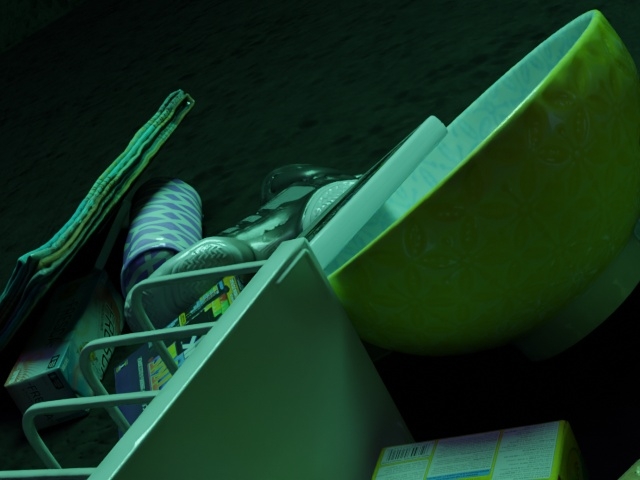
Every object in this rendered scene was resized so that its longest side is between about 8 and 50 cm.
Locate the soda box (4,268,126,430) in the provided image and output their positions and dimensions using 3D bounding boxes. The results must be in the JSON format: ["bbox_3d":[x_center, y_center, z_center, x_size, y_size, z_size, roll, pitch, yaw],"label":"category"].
[{"bbox_3d":[-0.243,0.103,1.181,0.063,0.058,0.183,-19,26,15],"label":"soda box"}]

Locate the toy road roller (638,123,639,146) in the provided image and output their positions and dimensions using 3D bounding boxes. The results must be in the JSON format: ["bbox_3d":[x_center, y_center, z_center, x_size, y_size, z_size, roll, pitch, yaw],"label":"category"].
[{"bbox_3d":[0.306,-0.035,0.585,0.240,0.329,0.202,-36,24,-10],"label":"toy road roller"}]

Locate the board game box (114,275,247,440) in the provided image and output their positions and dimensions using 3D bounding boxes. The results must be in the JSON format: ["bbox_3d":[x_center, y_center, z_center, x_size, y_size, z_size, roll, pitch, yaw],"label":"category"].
[{"bbox_3d":[-0.100,0.114,0.994,0.141,0.048,0.170,-38,23,4],"label":"board game box"}]

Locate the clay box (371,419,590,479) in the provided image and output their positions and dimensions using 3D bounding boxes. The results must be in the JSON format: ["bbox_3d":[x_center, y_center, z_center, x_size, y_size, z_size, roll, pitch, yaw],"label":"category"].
[{"bbox_3d":[0.074,0.198,0.677,0.127,0.053,0.222,-14,28,26],"label":"clay box"}]

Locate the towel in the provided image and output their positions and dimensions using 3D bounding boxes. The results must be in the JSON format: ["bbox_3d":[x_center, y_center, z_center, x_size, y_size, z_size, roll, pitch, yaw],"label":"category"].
[{"bbox_3d":[-0.273,0.006,1.292,0.271,0.040,0.370,-46,10,36],"label":"towel"}]

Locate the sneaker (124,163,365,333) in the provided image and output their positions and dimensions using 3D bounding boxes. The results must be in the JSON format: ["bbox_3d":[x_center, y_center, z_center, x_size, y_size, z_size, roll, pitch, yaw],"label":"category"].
[{"bbox_3d":[-0.057,0.010,1.142,0.268,0.101,0.153,-24,20,-2],"label":"sneaker"}]

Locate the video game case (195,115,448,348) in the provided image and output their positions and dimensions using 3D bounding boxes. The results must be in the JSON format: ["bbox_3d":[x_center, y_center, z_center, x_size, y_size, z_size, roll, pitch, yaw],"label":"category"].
[{"bbox_3d":[0.000,0.000,0.914,0.190,0.022,0.173,-46,3,-37],"label":"video game case"}]

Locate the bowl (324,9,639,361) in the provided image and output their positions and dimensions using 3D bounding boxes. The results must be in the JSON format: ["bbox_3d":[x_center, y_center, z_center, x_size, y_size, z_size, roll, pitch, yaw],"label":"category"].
[{"bbox_3d":[0.138,-0.008,0.862,0.289,0.156,0.289,-44,4,4],"label":"bowl"}]

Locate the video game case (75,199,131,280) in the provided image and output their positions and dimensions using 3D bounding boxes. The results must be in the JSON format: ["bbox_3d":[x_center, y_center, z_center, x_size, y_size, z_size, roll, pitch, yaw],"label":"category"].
[{"bbox_3d":[-0.241,0.015,1.315,0.122,0.011,0.087,-40,27,57],"label":"video game case"}]

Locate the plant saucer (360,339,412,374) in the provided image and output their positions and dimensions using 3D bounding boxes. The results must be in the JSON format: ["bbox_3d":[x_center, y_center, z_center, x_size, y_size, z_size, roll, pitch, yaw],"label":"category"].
[{"bbox_3d":[0.037,0.068,1.006,0.168,0.029,0.168,-22,24,10],"label":"plant saucer"}]

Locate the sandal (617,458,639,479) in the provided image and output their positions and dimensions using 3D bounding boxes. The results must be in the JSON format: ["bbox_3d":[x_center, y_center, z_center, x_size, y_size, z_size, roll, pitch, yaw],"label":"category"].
[{"bbox_3d":[0.242,0.082,0.710,0.240,0.079,0.088,-39,27,-26],"label":"sandal"}]

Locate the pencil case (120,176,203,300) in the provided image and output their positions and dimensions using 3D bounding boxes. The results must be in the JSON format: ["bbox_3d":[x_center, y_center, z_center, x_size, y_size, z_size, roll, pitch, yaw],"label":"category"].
[{"bbox_3d":[-0.168,0.004,1.280,0.088,0.086,0.206,-57,15,17],"label":"pencil case"}]

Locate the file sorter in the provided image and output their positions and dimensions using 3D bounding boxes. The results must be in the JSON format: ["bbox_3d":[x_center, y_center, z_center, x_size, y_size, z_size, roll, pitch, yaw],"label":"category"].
[{"bbox_3d":[-0.094,0.165,0.748,0.173,0.193,0.278,-10,28,37],"label":"file sorter"}]
